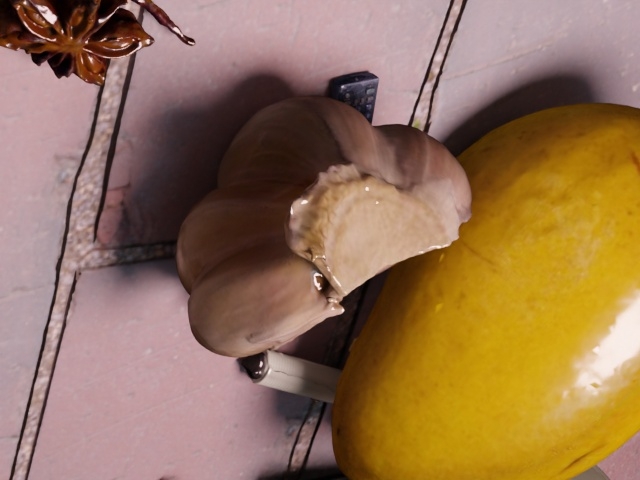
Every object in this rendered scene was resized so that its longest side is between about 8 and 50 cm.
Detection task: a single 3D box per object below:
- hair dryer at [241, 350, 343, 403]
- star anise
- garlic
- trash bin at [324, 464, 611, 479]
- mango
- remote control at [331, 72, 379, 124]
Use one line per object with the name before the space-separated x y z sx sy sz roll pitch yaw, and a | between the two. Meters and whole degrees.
hair dryer | 0.019 0.132 1.686 0.236 0.073 0.131 19 109 -38
star anise | -0.162 -0.158 1.268 0.097 0.070 0.190 -32 150 29
garlic | 0.000 0.000 1.417 0.210 0.292 0.237 27 75 -20
trash bin | 0.139 0.365 1.820 0.432 0.280 0.280 1 123 -37
mango | 0.187 0.069 1.590 0.445 0.301 0.220 -41 173 -2
remote control | 0.020 -0.078 1.521 0.043 0.027 0.152 -9 128 -27
